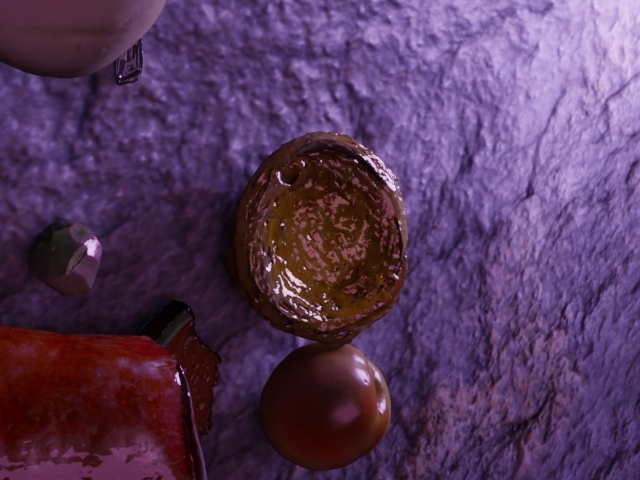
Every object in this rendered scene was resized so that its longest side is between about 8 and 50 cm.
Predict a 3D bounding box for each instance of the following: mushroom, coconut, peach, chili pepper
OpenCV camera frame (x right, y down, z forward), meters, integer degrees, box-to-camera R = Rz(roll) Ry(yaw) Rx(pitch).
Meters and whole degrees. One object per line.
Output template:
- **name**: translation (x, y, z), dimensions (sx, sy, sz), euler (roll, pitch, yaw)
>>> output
- **mushroom**: translation (-0.271, -0.295, 0.847), dimensions (0.246, 0.202, 0.246), euler (4, 110, 12)
- **coconut**: translation (-0.298, 0.017, 0.953), dimensions (0.083, 0.082, 0.081), euler (-14, 143, 11)
- **peach**: translation (0.006, 0.232, 1.126), dimensions (0.184, 0.184, 0.184), euler (-7, 103, -30)
- **chili pepper**: translation (-0.292, 0.217, 0.879), dimensions (0.305, 0.229, 0.251), euler (3, 56, -20)

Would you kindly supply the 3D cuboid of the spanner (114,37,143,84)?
- **spanner**: translation (-0.227, -0.347, 0.954), dimensions (0.093, 0.026, 0.326), euler (-3, 102, -30)

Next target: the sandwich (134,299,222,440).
- **sandwich**: translation (-0.213, 0.188, 1.044), dimensions (0.159, 0.079, 0.235), euler (2, 102, -42)

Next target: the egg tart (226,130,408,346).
- **egg tart**: translation (0.000, 0.000, 1.115), dimensions (0.290, 0.107, 0.291), euler (0, 90, -26)
